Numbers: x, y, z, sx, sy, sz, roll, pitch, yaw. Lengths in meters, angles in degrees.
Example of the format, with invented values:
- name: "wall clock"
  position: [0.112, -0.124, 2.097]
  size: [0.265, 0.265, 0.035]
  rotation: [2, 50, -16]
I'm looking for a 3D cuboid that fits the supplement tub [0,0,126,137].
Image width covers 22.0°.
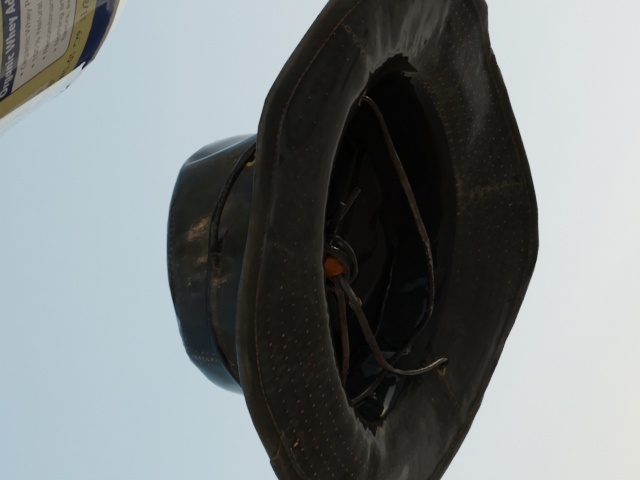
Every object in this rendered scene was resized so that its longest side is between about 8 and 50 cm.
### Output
- name: "supplement tub"
  position: [-0.233, -0.088, 0.575]
  size: [0.316, 0.228, 0.228]
  rotation: [-48, -22, -49]

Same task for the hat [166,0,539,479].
- name: "hat"
  position: [0.000, 0.000, 0.904]
  size: [0.331, 0.134, 0.331]
  rotation: [-7, -82, -59]
